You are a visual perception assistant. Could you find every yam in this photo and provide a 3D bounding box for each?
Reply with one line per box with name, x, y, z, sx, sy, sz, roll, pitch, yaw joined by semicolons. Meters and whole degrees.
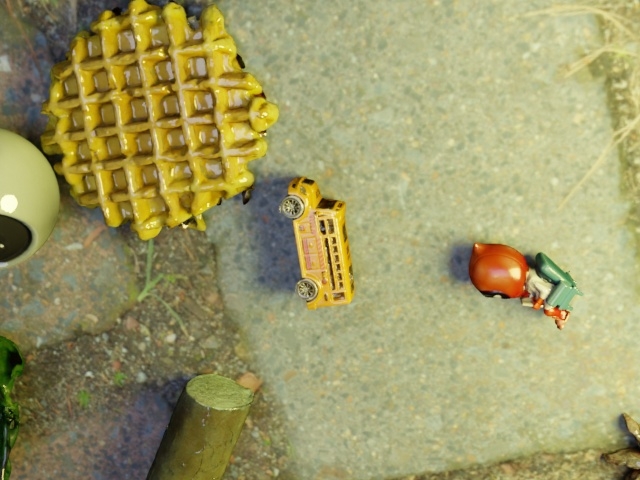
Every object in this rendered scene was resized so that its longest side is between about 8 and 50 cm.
yam;-0.180;0.308;1.136;0.106;0.106;0.259;23;108;4

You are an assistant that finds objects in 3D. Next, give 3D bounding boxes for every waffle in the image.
waffle;-0.215;-0.143;1.034;0.329;0.062;0.329;3;106;10

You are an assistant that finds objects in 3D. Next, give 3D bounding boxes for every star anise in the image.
star anise;0.428;0.280;1.036;0.141;0.042;0.141;3;106;12

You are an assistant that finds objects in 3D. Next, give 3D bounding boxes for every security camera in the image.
security camera;-0.448;-0.065;1.040;0.236;0.194;0.194;18;108;0

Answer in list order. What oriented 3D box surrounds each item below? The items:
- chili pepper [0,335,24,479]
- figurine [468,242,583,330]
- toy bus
chili pepper;-0.563;0.297;1.180;0.385;0.167;0.213;-37;111;6
figurine;0.243;0.046;0.992;0.140;0.068;0.075;25;111;1
toy bus;0.000;0.000;1.027;0.074;0.069;0.162;-5;106;12
